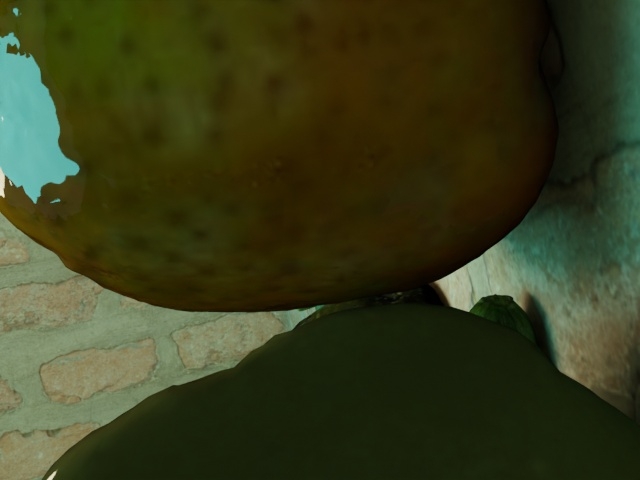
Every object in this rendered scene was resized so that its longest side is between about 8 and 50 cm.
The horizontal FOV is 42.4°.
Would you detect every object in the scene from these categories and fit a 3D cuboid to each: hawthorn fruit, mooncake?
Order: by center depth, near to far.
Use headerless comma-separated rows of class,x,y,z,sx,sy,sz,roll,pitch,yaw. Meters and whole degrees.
mooncake,0.033,0.283,0.516,0.262,0.466,0.467,102,156,-64
hawthorn fruit,-0.055,-0.150,0.654,0.472,0.471,0.472,169,90,-81

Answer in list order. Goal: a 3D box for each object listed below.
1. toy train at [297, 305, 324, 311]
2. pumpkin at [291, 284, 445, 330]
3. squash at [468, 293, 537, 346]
toy train,0.000,0.000,1.394,0.369,0.150,0.237,86,163,-46
pumpkin,0.037,0.166,1.085,0.325,0.232,0.242,104,157,-60
squash,0.169,0.157,0.737,0.077,0.068,0.219,-15,86,47
